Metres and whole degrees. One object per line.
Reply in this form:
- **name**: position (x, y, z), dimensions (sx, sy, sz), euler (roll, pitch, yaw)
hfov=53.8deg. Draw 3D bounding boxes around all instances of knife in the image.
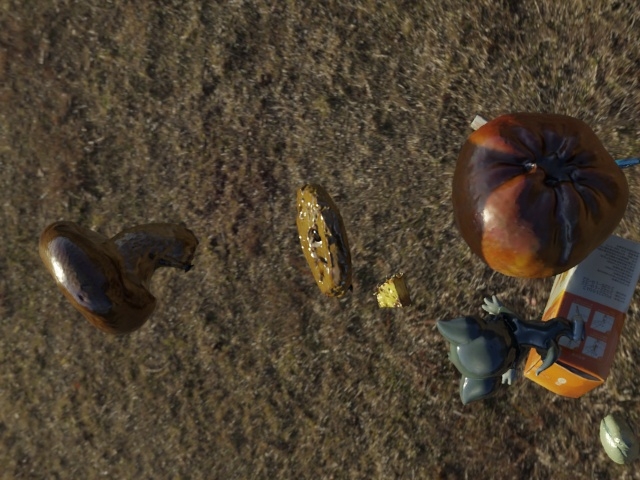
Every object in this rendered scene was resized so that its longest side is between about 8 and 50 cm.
- **knife**: position (0.717, -0.190, 1.629), dimensions (0.296, 0.044, 0.026), euler (-4, 100, 44)

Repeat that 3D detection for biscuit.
- **biscuit**: position (-0.001, 0.001, 1.530), dimensions (0.075, 0.296, 0.296), euler (-15, 92, -15)

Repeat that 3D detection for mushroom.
- **mushroom**: position (-0.395, 0.049, 1.170), dimensions (0.267, 0.254, 0.267), euler (17, 135, 17)

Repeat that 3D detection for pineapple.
- **pineapple**: position (0.235, 0.171, 1.991), dimensions (0.116, 0.069, 0.137), euler (42, 135, 18)

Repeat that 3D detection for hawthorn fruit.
- **hawthorn fruit**: position (0.347, -0.064, 1.065), dimensions (0.276, 0.298, 0.277), euler (2, 74, -6)

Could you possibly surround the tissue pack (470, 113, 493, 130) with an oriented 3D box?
- **tissue pack**: position (0.354, -0.223, 1.294), dimensions (0.083, 0.063, 0.035), euler (39, 114, 19)

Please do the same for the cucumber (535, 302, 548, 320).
- **cucumber**: position (0.619, 0.187, 1.678), dimensions (0.053, 0.053, 0.181), euler (39, 77, 12)

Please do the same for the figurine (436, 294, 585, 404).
- **figurine**: position (0.379, 0.218, 1.239), dimensions (0.265, 0.140, 0.193), euler (-3, 110, 24)

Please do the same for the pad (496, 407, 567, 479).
- **pad**: position (0.506, 0.519, 1.410), dimensions (0.323, 0.055, 0.250), euler (55, 155, 10)

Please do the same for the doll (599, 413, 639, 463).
- **doll**: position (0.659, 0.441, 1.400), dimensions (0.071, 0.214, 0.104), euler (-31, 58, 11)

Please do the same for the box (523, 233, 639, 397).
- **box**: position (0.603, 0.172, 1.453), dimensions (0.143, 0.225, 0.341), euler (21, 71, 14)
